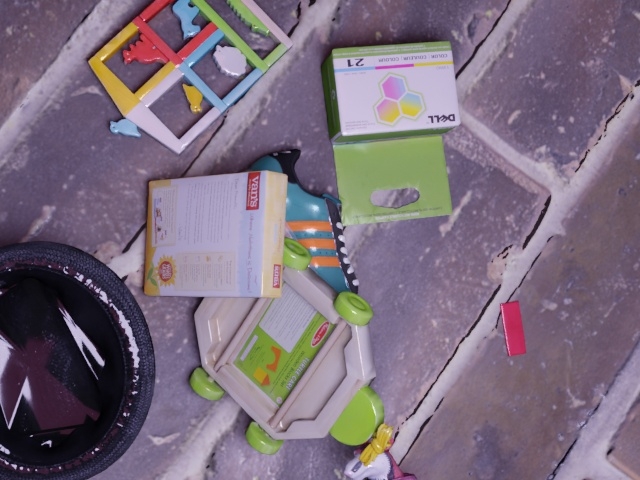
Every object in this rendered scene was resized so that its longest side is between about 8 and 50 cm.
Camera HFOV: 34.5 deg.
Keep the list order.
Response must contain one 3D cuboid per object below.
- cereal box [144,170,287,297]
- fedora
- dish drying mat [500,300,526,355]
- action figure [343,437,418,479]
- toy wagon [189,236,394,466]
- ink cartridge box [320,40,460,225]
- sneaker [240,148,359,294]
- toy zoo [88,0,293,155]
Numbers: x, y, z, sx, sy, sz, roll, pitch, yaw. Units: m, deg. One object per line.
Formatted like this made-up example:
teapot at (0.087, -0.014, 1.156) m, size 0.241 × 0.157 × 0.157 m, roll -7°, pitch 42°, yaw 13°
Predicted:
cereal box at (-0.151, -0.005, 1.452) m, size 0.047 × 0.240 × 0.173 m, roll 8°, pitch 83°, yaw -51°
fedora at (-0.383, 0.165, 1.424) m, size 0.334 × 0.152 × 0.334 m, roll -1°, pitch 93°, yaw -11°
dish drying mat at (0.303, 0.139, 1.621) m, size 0.032 × 0.008 × 0.083 m, roll -8°, pitch 86°, yaw -11°
action figure at (0.102, 0.445, 1.443) m, size 0.276 × 0.248 × 0.370 m, roll 3°, pitch 88°, yaw -11°
toy wagon at (-0.029, 0.174, 1.440) m, size 0.344 × 0.068 × 0.267 m, roll 41°, pitch 112°, yaw 19°
ink cartridge box at (0.114, -0.161, 1.566) m, size 0.189 × 0.097 × 0.255 m, roll -6°, pitch 86°, yaw -10°
sneaker at (0.000, 0.000, 1.528) m, size 0.121 × 0.108 × 0.302 m, roll -34°, pitch 91°, yaw -6°
toy zoo at (-0.209, -0.265, 1.551) m, size 0.293 × 0.030 × 0.192 m, roll -45°, pitch 94°, yaw -10°
